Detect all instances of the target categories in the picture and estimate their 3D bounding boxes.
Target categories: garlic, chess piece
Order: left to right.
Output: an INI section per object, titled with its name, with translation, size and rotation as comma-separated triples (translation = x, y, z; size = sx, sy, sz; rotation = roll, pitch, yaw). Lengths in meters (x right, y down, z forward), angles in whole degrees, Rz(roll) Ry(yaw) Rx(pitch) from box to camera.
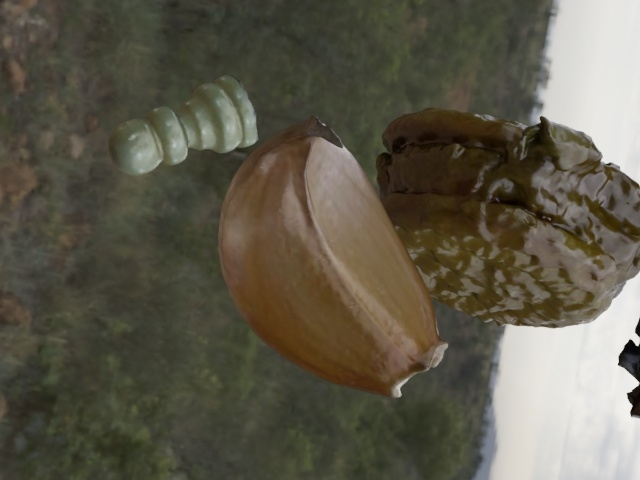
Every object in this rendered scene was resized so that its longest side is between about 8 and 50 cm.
[chess piece]
translation = -0.242, -0.185, 1.732
size = 0.133, 0.243, 0.133
rotation = 50, -28, 39
[garlic]
translation = -0.007, 0.006, 0.657
size = 0.128, 0.115, 0.206
rotation = -97, 162, -56

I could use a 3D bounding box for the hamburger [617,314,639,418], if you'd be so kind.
[hamburger]
translation = 0.245, 0.023, 0.456
size = 0.206, 0.183, 0.130
rotation = -67, 149, -16

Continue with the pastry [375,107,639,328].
[pastry]
translation = 0.154, -0.008, 0.863
size = 0.240, 0.235, 0.132
rotation = 28, 79, -38
